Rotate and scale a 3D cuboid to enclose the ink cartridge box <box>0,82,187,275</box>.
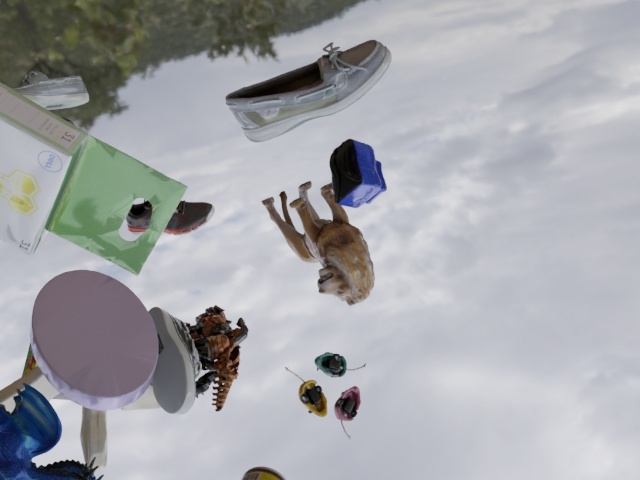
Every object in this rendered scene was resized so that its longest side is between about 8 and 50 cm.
[{"bbox_3d":[-0.289,-0.050,0.866,0.171,0.235,0.056,-52,-168,38],"label":"ink cartridge box"}]

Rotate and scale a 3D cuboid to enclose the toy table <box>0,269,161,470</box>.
[{"bbox_3d":[-0.343,0.189,1.164,0.252,0.160,0.274,9,-149,-19],"label":"toy table"}]

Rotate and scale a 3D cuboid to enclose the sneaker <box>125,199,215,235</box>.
[{"bbox_3d":[-0.258,-0.048,1.313,0.158,0.065,0.061,-9,-140,7],"label":"sneaker"}]

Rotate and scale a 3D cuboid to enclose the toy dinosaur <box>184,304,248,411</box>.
[{"bbox_3d":[-0.254,0.252,1.713,0.218,0.164,0.322,-26,-170,-2],"label":"toy dinosaur"}]

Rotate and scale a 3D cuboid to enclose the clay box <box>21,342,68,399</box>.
[{"bbox_3d":[-0.557,0.229,1.688,0.053,0.222,0.127,12,177,45],"label":"clay box"}]

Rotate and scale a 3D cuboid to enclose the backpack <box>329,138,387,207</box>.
[{"bbox_3d":[0.072,-0.135,1.569,0.101,0.120,0.098,11,145,-41],"label":"backpack"}]

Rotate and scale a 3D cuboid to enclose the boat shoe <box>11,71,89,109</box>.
[{"bbox_3d":[-0.640,-0.343,1.786,0.079,0.081,0.227,-15,180,42],"label":"boat shoe"}]

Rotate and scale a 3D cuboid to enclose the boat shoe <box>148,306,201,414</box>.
[{"bbox_3d":[-0.221,0.187,1.225,0.078,0.070,0.219,-49,-141,16],"label":"boat shoe"}]

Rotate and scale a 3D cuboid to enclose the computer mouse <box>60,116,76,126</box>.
[{"bbox_3d":[-0.623,-0.227,1.936,0.041,0.242,0.071,19,-115,7],"label":"computer mouse"}]

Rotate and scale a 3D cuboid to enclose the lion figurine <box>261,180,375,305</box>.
[{"bbox_3d":[0.000,0.000,1.724,0.142,0.240,0.392,-27,-167,-8],"label":"lion figurine"}]

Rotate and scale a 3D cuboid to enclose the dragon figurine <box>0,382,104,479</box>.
[{"bbox_3d":[-0.361,0.221,0.921,0.144,0.289,0.085,-27,179,-32],"label":"dragon figurine"}]

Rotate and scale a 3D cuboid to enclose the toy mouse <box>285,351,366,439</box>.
[{"bbox_3d":[0.023,0.240,1.286,0.143,0.161,0.031,-35,-176,-41],"label":"toy mouse"}]

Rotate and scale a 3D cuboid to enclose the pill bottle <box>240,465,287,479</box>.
[{"bbox_3d":[-0.143,0.582,1.633,0.117,0.117,0.215,-10,-159,19],"label":"pill bottle"}]

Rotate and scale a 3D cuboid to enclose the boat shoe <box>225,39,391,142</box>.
[{"bbox_3d":[-0.022,-0.294,1.469,0.320,0.103,0.118,-22,-142,17],"label":"boat shoe"}]
